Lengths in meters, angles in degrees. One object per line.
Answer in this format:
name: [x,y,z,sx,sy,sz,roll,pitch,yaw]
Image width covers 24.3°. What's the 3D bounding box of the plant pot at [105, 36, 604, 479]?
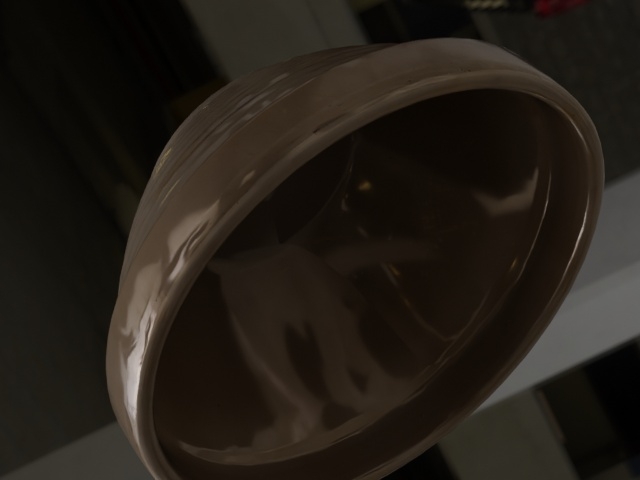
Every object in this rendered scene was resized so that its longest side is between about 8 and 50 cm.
plant pot: [0.000,0.000,0.653,0.110,0.237,0.237,47,173,37]
